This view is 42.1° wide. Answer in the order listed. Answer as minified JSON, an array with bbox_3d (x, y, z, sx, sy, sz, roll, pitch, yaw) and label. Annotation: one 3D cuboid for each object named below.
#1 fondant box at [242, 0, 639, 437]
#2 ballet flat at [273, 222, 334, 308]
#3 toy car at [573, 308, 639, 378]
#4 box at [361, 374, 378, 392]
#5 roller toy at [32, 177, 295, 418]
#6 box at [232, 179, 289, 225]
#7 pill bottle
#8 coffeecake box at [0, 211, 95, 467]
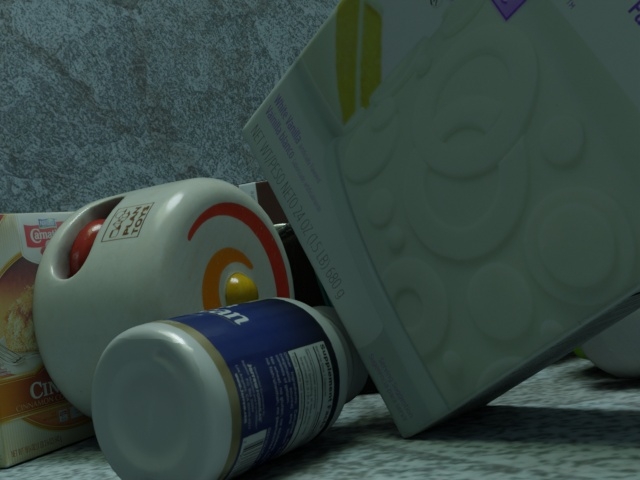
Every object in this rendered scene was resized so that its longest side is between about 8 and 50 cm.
[{"bbox_3d":[0.116,-0.073,0.459,0.096,0.238,0.330,-7,-29,-46],"label":"fondant box"},{"bbox_3d":[0.004,0.031,0.826,0.483,0.164,0.182,-8,26,24],"label":"ballet flat"},{"bbox_3d":[0.237,0.005,0.590,0.182,0.136,0.159,-42,-14,22],"label":"toy car"},{"bbox_3d":[0.031,0.093,0.696,0.083,0.062,0.052,-10,-1,20],"label":"box"},{"bbox_3d":[-0.114,0.050,0.662,0.146,0.191,0.209,-9,-1,30],"label":"roller toy"},{"bbox_3d":[0.000,0.000,1.110,0.167,0.168,0.203,-8,-1,16],"label":"box"},{"bbox_3d":[-0.042,0.084,0.494,0.094,0.094,0.169,-10,-2,34],"label":"pill bottle"},{"bbox_3d":[-0.232,0.072,0.673,0.068,0.185,0.142,-10,-1,29],"label":"coffeecake box"}]
